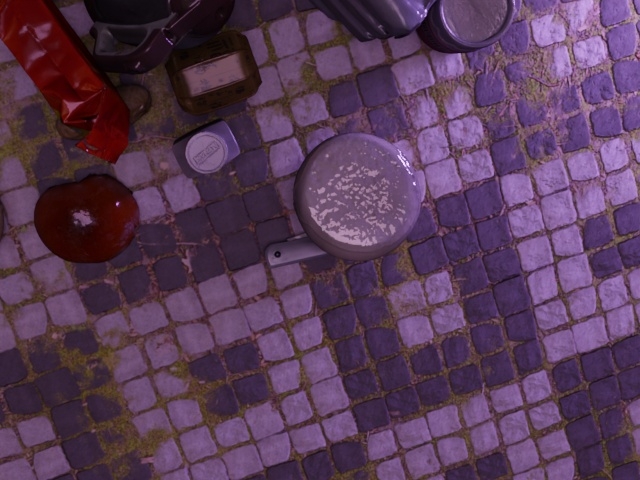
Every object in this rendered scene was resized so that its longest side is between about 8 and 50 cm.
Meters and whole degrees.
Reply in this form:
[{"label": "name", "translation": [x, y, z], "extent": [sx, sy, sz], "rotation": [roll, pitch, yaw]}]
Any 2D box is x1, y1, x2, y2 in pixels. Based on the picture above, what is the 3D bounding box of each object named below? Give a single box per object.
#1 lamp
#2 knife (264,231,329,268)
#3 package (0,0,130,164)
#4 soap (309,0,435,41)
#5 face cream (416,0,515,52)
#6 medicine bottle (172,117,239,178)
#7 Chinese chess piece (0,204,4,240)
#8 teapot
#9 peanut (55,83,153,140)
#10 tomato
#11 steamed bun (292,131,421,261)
[{"label": "lamp", "translation": [-0.224, -0.353, 1.802], "extent": [0.185, 0.161, 0.161], "rotation": [-21, 104, -1]}, {"label": "knife", "translation": [0.000, 0.003, 1.966], "extent": [0.265, 0.040, 0.073], "rotation": [-16, 92, -5]}, {"label": "package", "translation": [-0.520, -0.353, 1.684], "extent": [0.123, 0.196, 0.423], "rotation": [-36, 85, 1]}, {"label": "soap", "translation": [0.040, -0.612, 1.705], "extent": [0.435, 0.350, 0.213], "rotation": [43, 85, -15]}, {"label": "face cream", "translation": [0.305, -0.491, 1.829], "extent": [0.175, 0.195, 0.175], "rotation": [-2, 102, -10]}, {"label": "medicine bottle", "translation": [-0.243, -0.195, 1.811], "extent": [0.132, 0.188, 0.088], "rotation": [-26, 104, -2]}, {"label": "Chinese chess piece", "translation": [-0.805, -0.039, 1.802], "extent": [0.257, 0.104, 0.257], "rotation": [-2, 102, -7]}, {"label": "teapot", "translation": [-0.318, -0.447, 1.641], "extent": [0.315, 0.312, 0.233], "rotation": [-53, 132, -10]}, {"label": "peanut", "translation": [-0.461, -0.273, 1.813], "extent": [0.214, 0.099, 0.099], "rotation": [-14, 103, -1]}, {"label": "tomato", "translation": [-0.509, -0.033, 1.847], "extent": [0.228, 0.112, 0.199], "rotation": [-21, 105, -1]}, {"label": "steamed bun", "translation": [0.077, -0.093, 1.878], "extent": [0.283, 0.177, 0.283], "rotation": [1, 84, -6]}]
